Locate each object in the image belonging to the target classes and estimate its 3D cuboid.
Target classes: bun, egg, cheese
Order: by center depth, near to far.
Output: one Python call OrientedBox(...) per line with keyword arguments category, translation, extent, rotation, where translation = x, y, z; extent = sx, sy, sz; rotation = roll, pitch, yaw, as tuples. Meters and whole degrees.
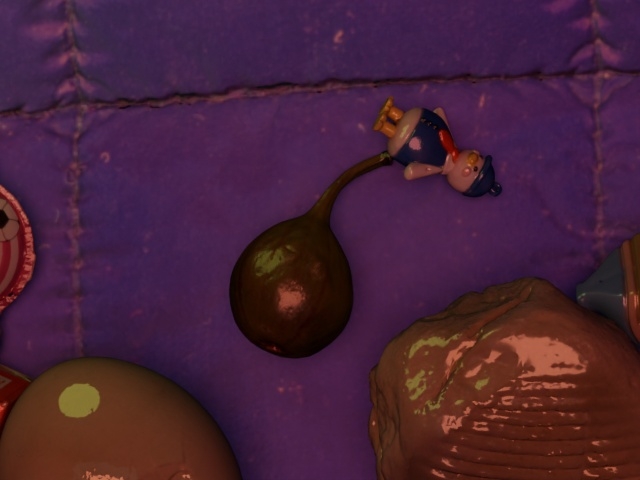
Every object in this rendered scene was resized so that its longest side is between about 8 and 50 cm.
OrientedBox(category="bun", translation=(0.175, 0.157, 1.432), extent=(0.281, 0.205, 0.282), rotation=(-4, 115, -8))
OrientedBox(category="egg", translation=(-0.181, 0.235, 1.443), extent=(0.219, 0.219, 0.269), rotation=(-28, 99, 2))
OrientedBox(category="cheese", translation=(-0.355, 0.041, 1.540), extent=(0.155, 0.062, 0.244), rotation=(0, 98, 1))

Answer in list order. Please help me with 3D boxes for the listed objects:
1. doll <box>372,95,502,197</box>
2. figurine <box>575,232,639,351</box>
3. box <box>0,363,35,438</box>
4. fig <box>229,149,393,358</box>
OrientedBox(category="doll", translation=(0.115, -0.084, 1.519), extent=(0.143, 0.057, 0.099), rotation=(34, 51, -7))
OrientedBox(category="figurine", translation=(0.384, 0.059, 1.471), extent=(0.262, 0.154, 0.180), rotation=(-19, 96, 19))
OrientedBox(category="box", translation=(-0.369, 0.193, 1.502), extent=(0.133, 0.099, 0.182), rotation=(22, 101, 3))
OrientedBox(category="fig", translation=(0.000, 0.000, 1.506), extent=(0.124, 0.124, 0.236), rotation=(27, 75, 4))
